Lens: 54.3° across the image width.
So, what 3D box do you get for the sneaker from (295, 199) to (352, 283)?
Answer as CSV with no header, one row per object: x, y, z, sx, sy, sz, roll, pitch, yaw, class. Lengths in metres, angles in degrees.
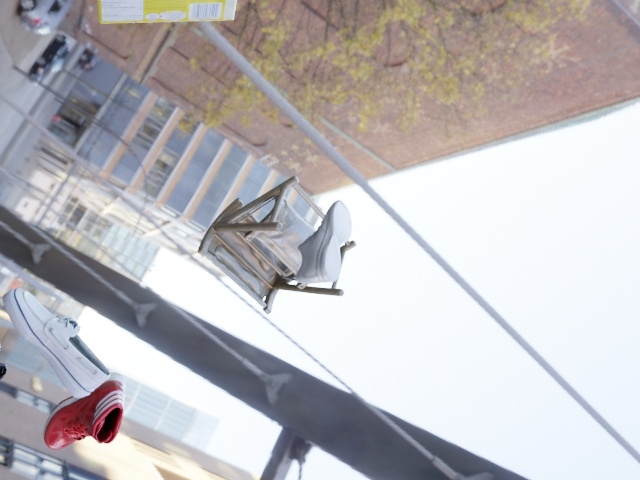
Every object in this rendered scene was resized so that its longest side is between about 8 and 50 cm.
0.000,0.000,1.252,0.094,0.080,0.212,-14,-143,30,sneaker

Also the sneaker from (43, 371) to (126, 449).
-0.482,0.375,1.259,0.221,0.087,0.128,-46,-147,11,sneaker

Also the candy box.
-0.224,-0.368,0.921,0.105,0.206,0.027,119,-41,-59,candy box

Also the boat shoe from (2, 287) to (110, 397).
-0.451,0.165,1.086,0.076,0.226,0.083,-32,-164,-1,boat shoe

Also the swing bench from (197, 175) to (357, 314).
-0.098,0.019,1.457,0.255,0.253,0.165,-17,-139,35,swing bench

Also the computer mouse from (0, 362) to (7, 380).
-0.694,0.229,1.238,0.184,0.060,0.262,-73,165,-54,computer mouse
